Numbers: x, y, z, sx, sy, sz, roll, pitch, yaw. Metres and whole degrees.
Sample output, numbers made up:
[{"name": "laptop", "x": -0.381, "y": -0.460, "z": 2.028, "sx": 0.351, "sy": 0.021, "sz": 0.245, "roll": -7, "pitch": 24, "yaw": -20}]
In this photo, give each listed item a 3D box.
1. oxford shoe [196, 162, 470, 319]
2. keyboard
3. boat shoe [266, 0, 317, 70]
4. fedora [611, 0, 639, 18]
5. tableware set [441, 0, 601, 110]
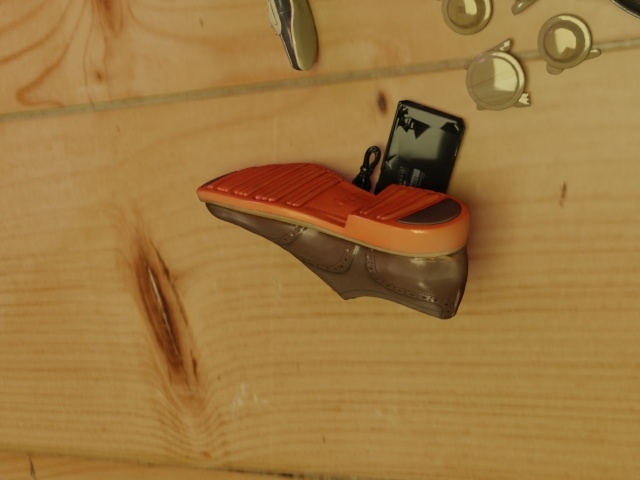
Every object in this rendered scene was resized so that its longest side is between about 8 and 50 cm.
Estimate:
[{"name": "oxford shoe", "x": 0.000, "y": 0.000, "z": 1.106, "sx": 0.363, "sy": 0.130, "sz": 0.133, "roll": 17, "pitch": 123, "yaw": 39}, {"name": "keyboard", "x": 0.091, "y": -0.068, "z": 1.120, "sx": 0.108, "sy": 0.023, "sz": 0.180, "roll": 20, "pitch": 112, "yaw": 13}, {"name": "boat shoe", "x": -0.039, "y": -0.257, "z": 1.110, "sx": 0.043, "sy": 0.049, "sz": 0.137, "roll": -8, "pitch": 100, "yaw": 31}, {"name": "fedora", "x": 0.340, "y": -0.303, "z": 0.868, "sx": 0.275, "sy": 0.124, "sz": 0.244, "roll": 29, "pitch": 116, "yaw": 16}, {"name": "tableware set", "x": 0.198, "y": -0.223, "z": 1.022, "sx": 0.141, "sy": 0.020, "sz": 0.169, "roll": -22, "pitch": 96, "yaw": 31}]
